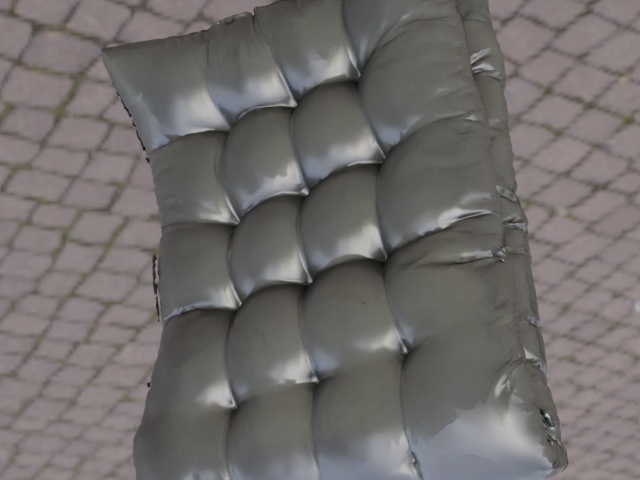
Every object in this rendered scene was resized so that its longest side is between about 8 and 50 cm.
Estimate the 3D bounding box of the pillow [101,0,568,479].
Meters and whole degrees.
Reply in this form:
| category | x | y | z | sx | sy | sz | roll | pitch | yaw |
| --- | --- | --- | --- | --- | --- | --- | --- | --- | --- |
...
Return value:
| category | x | y | z | sx | sy | sz | roll | pitch | yaw |
| --- | --- | --- | --- | --- | --- | --- | --- | --- | --- |
| pillow | 0.000 | 0.000 | 0.751 | 0.228 | 0.326 | 0.101 | -19 | 153 | 25 |
